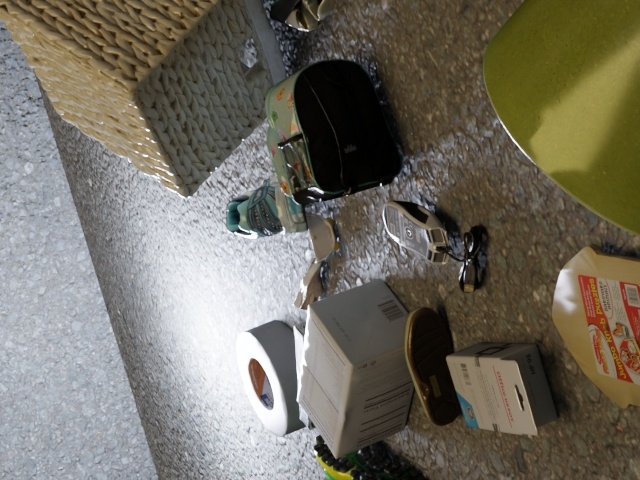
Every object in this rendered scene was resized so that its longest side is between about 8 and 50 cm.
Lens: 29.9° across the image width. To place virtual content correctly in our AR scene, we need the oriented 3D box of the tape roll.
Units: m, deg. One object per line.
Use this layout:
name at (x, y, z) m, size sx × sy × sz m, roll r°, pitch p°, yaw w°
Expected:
tape roll at (-0.085, 0.268, 2.337) m, size 0.219 × 0.072 × 0.219 m, roll 46°, pitch 146°, yaw 44°

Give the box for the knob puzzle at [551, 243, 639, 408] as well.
knob puzzle at (0.327, 0.093, 1.334) m, size 0.213 × 0.030 × 0.213 m, roll 47°, pitch 148°, yaw 43°

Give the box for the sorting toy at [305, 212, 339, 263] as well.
sorting toy at (0.000, 0.000, 1.983) m, size 0.075 × 0.045 × 0.083 m, roll 120°, pitch 137°, yaw -74°

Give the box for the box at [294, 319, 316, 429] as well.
box at (0.017, 0.213, 2.011) m, size 0.036 × 0.114 × 0.207 m, roll 43°, pitch 145°, yaw 47°

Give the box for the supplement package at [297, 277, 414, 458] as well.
supplement package at (0.059, 0.203, 1.883) m, size 0.139 × 0.134 × 0.244 m, roll 54°, pitch 151°, yaw 35°

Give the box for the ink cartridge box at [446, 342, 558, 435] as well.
ink cartridge box at (0.243, 0.191, 1.557) m, size 0.180 × 0.060 × 0.104 m, roll -9°, pitch 99°, yaw 67°

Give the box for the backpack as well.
backpack at (0.008, -0.154, 1.683) m, size 0.144 × 0.166 × 0.188 m, roll -7°, pitch 99°, yaw 57°

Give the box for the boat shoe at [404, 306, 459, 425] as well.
boat shoe at (0.152, 0.178, 1.753) m, size 0.072 × 0.068 × 0.190 m, roll -133°, pitch 30°, yaw -66°

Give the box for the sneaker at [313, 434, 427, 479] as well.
sneaker at (0.106, 0.442, 2.005) m, size 0.343 × 0.134 × 0.146 m, roll -134°, pitch 26°, yaw -61°

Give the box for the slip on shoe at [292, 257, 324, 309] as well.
slip on shoe at (-0.012, 0.078, 2.071) m, size 0.041 × 0.051 × 0.135 m, roll 26°, pitch 137°, yaw 3°

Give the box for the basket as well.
basket at (-0.269, -0.298, 1.849) m, size 0.331 × 0.266 × 0.328 m, roll 34°, pitch 163°, yaw 25°

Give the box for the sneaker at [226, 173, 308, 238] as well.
sneaker at (-0.106, -0.055, 2.025) m, size 0.283 × 0.122 × 0.110 m, roll 172°, pitch 87°, yaw -81°

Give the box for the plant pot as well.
plant pot at (0.312, -0.188, 0.906) m, size 0.274 × 0.275 × 0.293 m, roll 58°, pitch 138°, yaw 29°

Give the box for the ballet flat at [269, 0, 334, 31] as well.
ballet flat at (-0.019, -0.342, 1.728) m, size 0.203 × 0.074 × 0.074 m, roll -32°, pitch 78°, yaw 64°

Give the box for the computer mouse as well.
computer mouse at (0.156, -0.007, 1.630) m, size 0.193 × 0.042 × 0.106 m, roll 37°, pitch 144°, yaw 44°
